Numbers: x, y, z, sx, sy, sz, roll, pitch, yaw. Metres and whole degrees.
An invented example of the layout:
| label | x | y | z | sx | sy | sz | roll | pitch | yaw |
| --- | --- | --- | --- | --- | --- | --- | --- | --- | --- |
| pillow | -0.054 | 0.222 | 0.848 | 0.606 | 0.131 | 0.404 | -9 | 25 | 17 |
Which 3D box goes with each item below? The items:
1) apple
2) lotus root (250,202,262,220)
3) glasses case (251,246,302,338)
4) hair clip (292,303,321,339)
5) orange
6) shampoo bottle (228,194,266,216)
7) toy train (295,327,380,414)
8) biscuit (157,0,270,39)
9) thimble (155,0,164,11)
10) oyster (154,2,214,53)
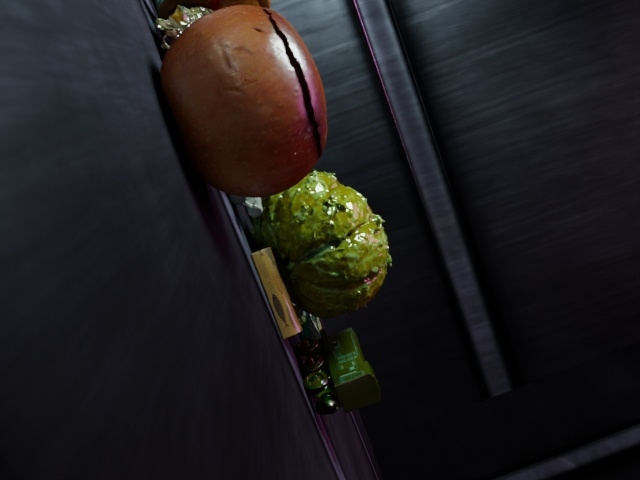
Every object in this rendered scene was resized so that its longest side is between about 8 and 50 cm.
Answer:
| label | x | y | z | sx | sy | sz | roll | pitch | yaw |
| --- | --- | --- | --- | --- | --- | --- | --- | --- | --- |
| apple | -0.111 | -0.193 | 1.155 | 0.251 | 0.206 | 0.272 | -175 | -114 | -78 |
| lotus root | -0.118 | -0.069 | 1.828 | 0.165 | 0.088 | 0.088 | 57 | 9 | -44 |
| glasses case | -0.081 | 0.097 | 1.527 | 0.064 | 0.041 | 0.170 | 94 | -26 | -88 |
| hair clip | -0.049 | 0.118 | 2.036 | 0.138 | 0.091 | 0.321 | 82 | 2 | -52 |
| orange | 0.000 | 0.000 | 1.608 | 0.300 | 0.223 | 0.301 | -22 | -78 | 52 |
| shampoo bottle | -0.152 | -0.149 | 1.551 | 0.085 | 0.085 | 0.262 | 69 | 1 | -54 |
| toy train | 0.032 | 0.257 | 1.633 | 0.225 | 0.137 | 0.090 | -109 | 178 | -61 |
| biscuit | -0.184 | -0.392 | 1.453 | 0.334 | 0.202 | 0.047 | 74 | 4 | -69 |
| thimble | -0.241 | -0.455 | 1.514 | 0.118 | 0.135 | 0.090 | 64 | 2 | -13 |
| oyster | -0.172 | -0.272 | 1.360 | 0.198 | 0.092 | 0.259 | -40 | 118 | -49 |
